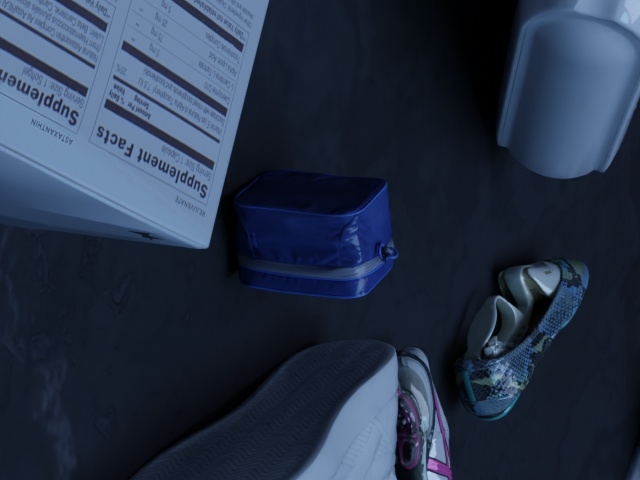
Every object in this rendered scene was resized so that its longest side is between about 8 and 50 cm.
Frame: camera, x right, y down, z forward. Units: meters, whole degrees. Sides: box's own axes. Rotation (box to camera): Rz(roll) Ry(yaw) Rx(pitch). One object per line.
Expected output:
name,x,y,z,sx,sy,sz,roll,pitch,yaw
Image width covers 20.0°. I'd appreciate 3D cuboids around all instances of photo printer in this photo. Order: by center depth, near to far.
photo printer,0.204,-0.208,1.287,0.307,0.107,0.256,86,20,-74

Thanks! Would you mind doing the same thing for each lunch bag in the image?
lunch bag,0.000,0.000,1.097,0.067,0.098,0.065,-42,134,-56

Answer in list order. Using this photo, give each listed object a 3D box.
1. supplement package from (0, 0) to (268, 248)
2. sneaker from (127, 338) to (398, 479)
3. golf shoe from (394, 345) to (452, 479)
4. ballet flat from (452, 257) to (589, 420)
supplement package,-0.143,-0.155,0.716,0.198,0.199,0.263,30,71,-58
sneaker,-0.023,0.188,1.089,0.292,0.108,0.169,-33,120,-55
golf shoe,0.069,0.165,1.281,0.086,0.067,0.186,-39,128,-52
ballet flat,0.156,0.057,1.418,0.188,0.070,0.070,-56,141,-43
